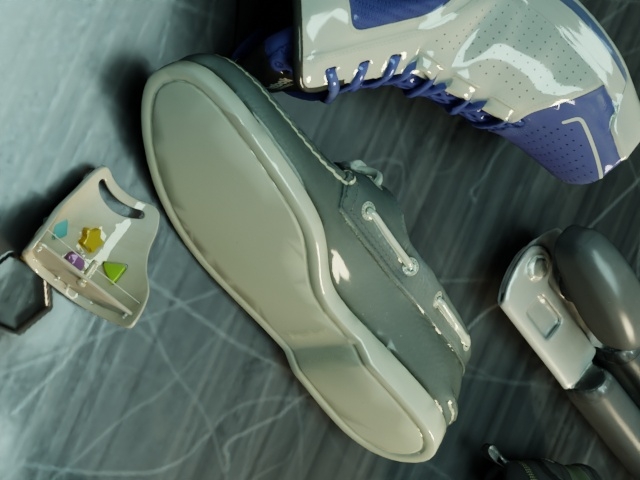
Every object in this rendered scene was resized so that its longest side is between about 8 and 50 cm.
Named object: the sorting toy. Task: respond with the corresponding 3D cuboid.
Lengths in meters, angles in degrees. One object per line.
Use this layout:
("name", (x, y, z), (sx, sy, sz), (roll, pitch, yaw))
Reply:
("sorting toy", (-0.133, -0.002, 0.956), (0.083, 0.045, 0.075), (42, 69, -29))

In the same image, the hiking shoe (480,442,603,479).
("hiking shoe", (0.124, 0.260, 1.140), (0.114, 0.086, 0.227), (17, 83, -19))

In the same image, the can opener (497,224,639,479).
("can opener", (0.221, 0.102, 1.162), (0.074, 0.093, 0.280), (-49, 123, -17))

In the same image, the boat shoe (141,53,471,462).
("boat shoe", (0.000, 0.000, 1.007), (0.099, 0.116, 0.319), (-53, 123, -34))

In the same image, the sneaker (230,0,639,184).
("sneaker", (0.044, -0.130, 1.003), (0.182, 0.127, 0.315), (-48, 111, -12))
